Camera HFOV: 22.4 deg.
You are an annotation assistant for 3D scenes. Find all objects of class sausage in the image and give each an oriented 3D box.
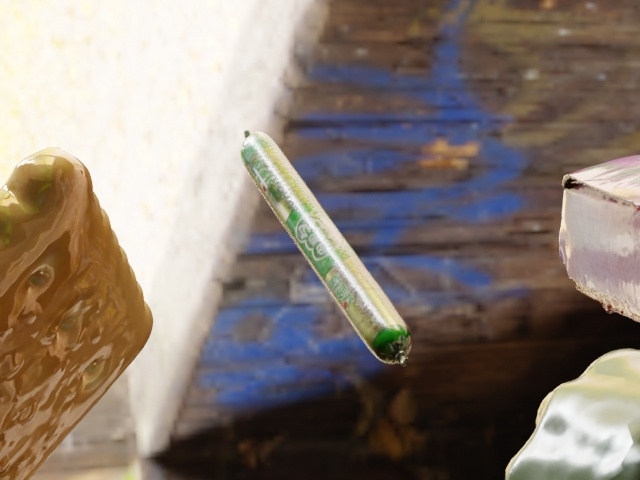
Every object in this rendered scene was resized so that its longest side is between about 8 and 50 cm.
[{"bbox_3d":[0.000,0.000,1.168,0.269,0.033,0.033,55,143,42],"label":"sausage"}]

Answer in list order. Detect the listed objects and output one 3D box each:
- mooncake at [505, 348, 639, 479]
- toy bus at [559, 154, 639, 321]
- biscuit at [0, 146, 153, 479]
[{"bbox_3d":[0.319,0.276,1.497,0.194,0.356,0.356,11,102,54],"label":"mooncake"},{"bbox_3d":[0.284,-0.002,1.224,0.303,0.147,0.127,-151,54,-76],"label":"toy bus"},{"bbox_3d":[-0.152,0.091,0.585,0.030,0.249,0.160,33,160,19],"label":"biscuit"}]
